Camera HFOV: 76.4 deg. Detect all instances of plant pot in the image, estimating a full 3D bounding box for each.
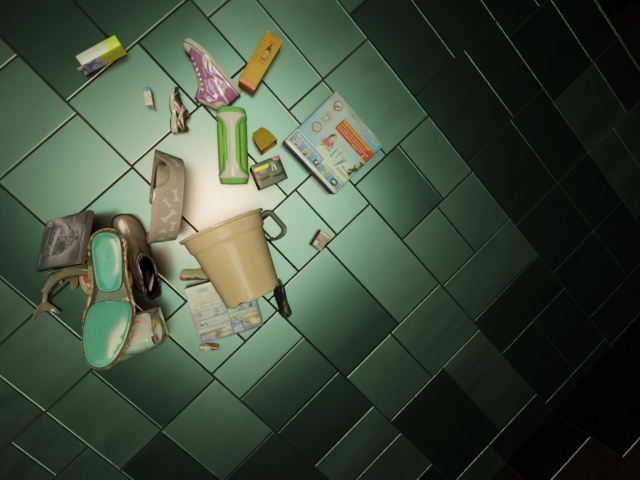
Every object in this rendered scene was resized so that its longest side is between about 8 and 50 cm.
[{"bbox_3d":[-0.314,0.078,1.552,0.334,0.334,0.305,-24,95,-9],"label":"plant pot"},{"bbox_3d":[-0.235,-0.415,1.669,0.082,0.081,0.083,-37,91,-6],"label":"plant pot"}]

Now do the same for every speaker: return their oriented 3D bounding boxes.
[{"bbox_3d":[-0.350,-0.373,1.621,0.132,0.131,0.295,-2,96,-12],"label":"speaker"}]

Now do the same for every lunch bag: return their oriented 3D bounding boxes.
[{"bbox_3d":[-0.719,0.367,1.541,0.224,0.262,0.159,-15,98,-9],"label":"lunch bag"}]

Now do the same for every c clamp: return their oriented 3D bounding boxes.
[{"bbox_3d":[-0.228,-0.057,1.732,0.161,0.022,0.137,43,80,-10],"label":"c clamp"}]

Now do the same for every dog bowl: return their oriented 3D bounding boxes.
[{"bbox_3d":[-0.572,-0.155,1.497,0.102,0.349,0.347,5,94,-26],"label":"dog bowl"}]

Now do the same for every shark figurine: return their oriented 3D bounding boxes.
[{"bbox_3d":[-1.003,0.153,1.534,0.278,0.116,0.166,-43,86,0],"label":"shark figurine"}]

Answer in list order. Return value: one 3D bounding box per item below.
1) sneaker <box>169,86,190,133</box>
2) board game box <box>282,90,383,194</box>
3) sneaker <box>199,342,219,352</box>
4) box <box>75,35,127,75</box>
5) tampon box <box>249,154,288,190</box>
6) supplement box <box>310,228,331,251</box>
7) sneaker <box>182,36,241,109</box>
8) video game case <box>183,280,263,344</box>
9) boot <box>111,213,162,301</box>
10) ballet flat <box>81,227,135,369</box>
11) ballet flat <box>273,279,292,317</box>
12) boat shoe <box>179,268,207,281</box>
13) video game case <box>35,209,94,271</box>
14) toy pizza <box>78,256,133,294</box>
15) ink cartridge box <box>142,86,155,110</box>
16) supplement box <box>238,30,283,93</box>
[{"bbox_3d":[-0.555,-0.511,1.606,0.077,0.072,0.178,-3,104,-23],"label":"sneaker"},{"bbox_3d":[0.054,-0.408,1.724,0.302,0.086,0.308,-45,102,-5],"label":"board game box"},{"bbox_3d":[-0.471,0.457,1.723,0.084,0.032,0.036,9,107,-8],"label":"sneaker"},{"bbox_3d":[-0.817,-0.683,1.506,0.178,0.109,0.042,-33,104,-7],"label":"box"},{"bbox_3d":[-0.213,-0.271,1.642,0.121,0.161,0.101,-24,99,-9],"label":"tampon box"},{"bbox_3d":[0.000,0.000,1.770,0.055,0.043,0.083,34,87,-13],"label":"supplement box"},{"bbox_3d":[-0.465,-0.640,1.590,0.161,0.102,0.282,-43,102,-2],"label":"sneaker"},{"bbox_3d":[-0.401,0.276,1.701,0.270,0.061,0.243,-15,96,-10],"label":"video game case"},{"bbox_3d":[-0.678,0.054,1.533,0.118,0.223,0.337,-25,104,-28],"label":"boot"},{"bbox_3d":[-0.738,0.199,1.437,0.164,0.182,0.481,-1,81,-18],"label":"ballet flat"},{"bbox_3d":[-0.165,0.253,1.765,0.058,0.049,0.172,-6,98,34],"label":"ballet flat"},{"bbox_3d":[-0.511,0.148,1.679,0.137,0.049,0.043,-1,137,-14],"label":"boat shoe"},{"bbox_3d":[-0.926,0.004,1.470,0.275,0.026,0.195,-9,71,29],"label":"video game case"},{"bbox_3d":[-0.851,0.142,1.611,0.202,0.032,0.201,-1,95,-12],"label":"toy pizza"},{"bbox_3d":[-0.666,-0.547,1.580,0.028,0.048,0.083,-9,96,-11],"label":"ink cartridge box"},{"bbox_3d":[-0.243,-0.716,1.641,0.078,0.080,0.233,31,90,-13],"label":"supplement box"}]
